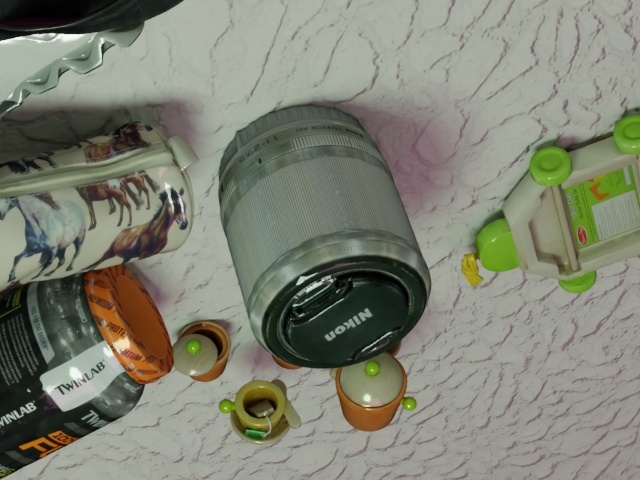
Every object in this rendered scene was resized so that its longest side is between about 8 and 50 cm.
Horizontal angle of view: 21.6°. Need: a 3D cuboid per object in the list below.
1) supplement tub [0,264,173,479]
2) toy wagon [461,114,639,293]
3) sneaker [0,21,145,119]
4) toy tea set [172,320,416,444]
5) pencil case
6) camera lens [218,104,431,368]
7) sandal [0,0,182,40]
[{"bbox_3d":[-0.370,0.171,2.135,0.338,0.207,0.207,-28,139,12],"label":"supplement tub"},{"bbox_3d":[0.347,-0.035,2.280,0.344,0.068,0.267,-20,139,3],"label":"toy wagon"},{"bbox_3d":[-0.364,-0.209,1.799,0.330,0.122,0.146,-31,124,11],"label":"sneaker"},{"bbox_3d":[-0.032,0.163,2.264,0.336,0.200,0.124,-6,147,-6],"label":"toy tea set"},{"bbox_3d":[-0.341,-0.027,1.887,0.410,0.160,0.183,-14,164,-32],"label":"pencil case"},{"bbox_3d":[0.000,0.000,2.029,0.219,0.274,0.219,-10,139,-9],"label":"camera lens"},{"bbox_3d":[-0.254,-0.266,1.651,0.445,0.107,0.168,-24,118,-30],"label":"sandal"}]
